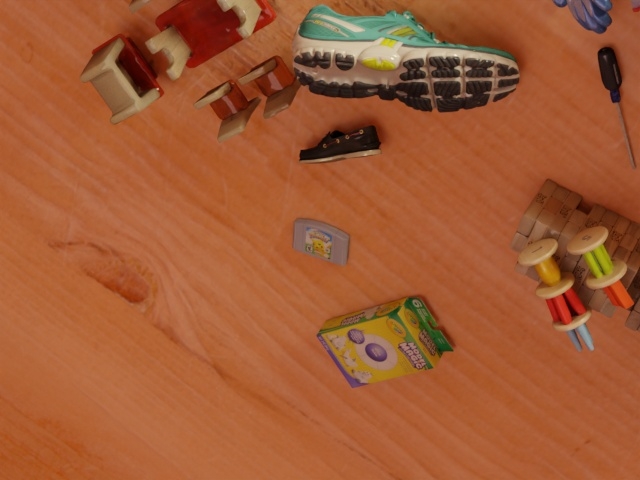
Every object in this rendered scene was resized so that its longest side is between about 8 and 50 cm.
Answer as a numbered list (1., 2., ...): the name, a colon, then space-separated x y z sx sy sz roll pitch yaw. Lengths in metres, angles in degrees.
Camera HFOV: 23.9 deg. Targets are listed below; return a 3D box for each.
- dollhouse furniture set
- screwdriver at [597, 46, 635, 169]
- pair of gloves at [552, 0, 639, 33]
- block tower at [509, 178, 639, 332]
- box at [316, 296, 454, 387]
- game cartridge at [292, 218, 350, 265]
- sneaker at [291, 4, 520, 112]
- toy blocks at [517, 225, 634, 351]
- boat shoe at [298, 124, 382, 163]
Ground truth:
1. dollhouse furniture set: -0.177 -0.262 1.951 0.259 0.135 0.262 -25 110 29
2. screwdriver: 0.351 -0.150 1.775 0.024 0.025 0.170 0 123 30
3. pair of gloves: 0.287 -0.302 1.633 0.159 0.023 0.198 58 162 -5
4. block tower: 0.401 0.050 1.855 0.335 0.097 0.091 28 134 11
5. box: 0.093 0.145 2.141 0.179 0.043 0.105 -20 113 37
6. game cartridge: 0.000 0.000 2.101 0.083 0.017 0.056 18 127 17
7. sneaker: 0.104 -0.229 1.802 0.275 0.110 0.107 10 148 2
8. toy blocks: 0.320 0.064 1.811 0.123 0.054 0.148 -15 115 38
9. boat shoe: 0.024 -0.123 1.975 0.133 0.049 0.042 -9 91 42
